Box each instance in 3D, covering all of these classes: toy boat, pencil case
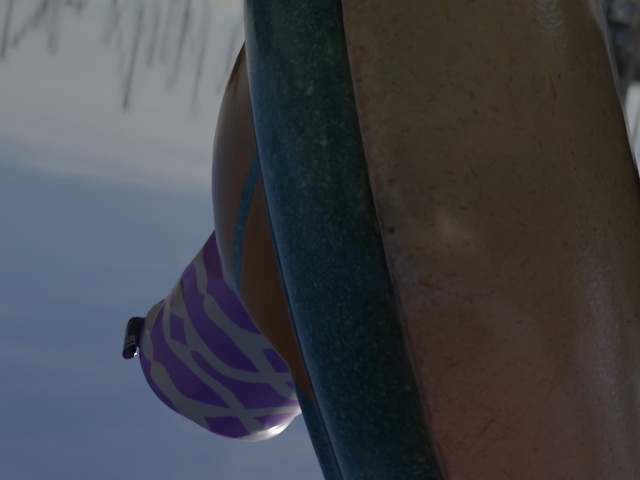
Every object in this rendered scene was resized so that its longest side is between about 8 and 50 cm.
[{"bbox_3d":[0.020,0.038,0.485,0.148,0.267,0.318,-11,-157,11],"label":"toy boat"},{"bbox_3d":[0.000,0.000,0.751,0.086,0.206,0.088,31,-140,-13],"label":"pencil case"}]
